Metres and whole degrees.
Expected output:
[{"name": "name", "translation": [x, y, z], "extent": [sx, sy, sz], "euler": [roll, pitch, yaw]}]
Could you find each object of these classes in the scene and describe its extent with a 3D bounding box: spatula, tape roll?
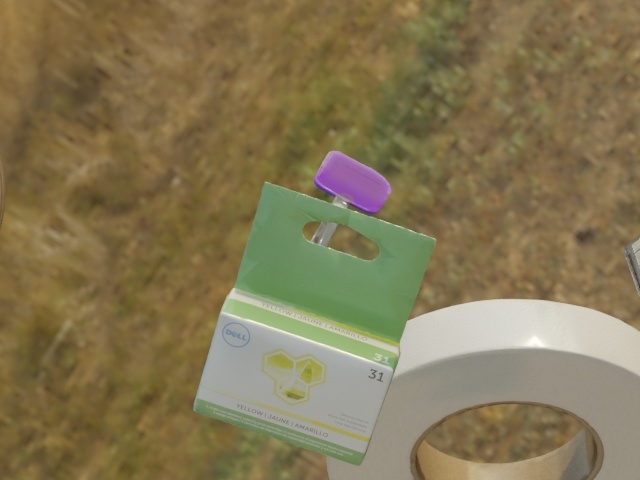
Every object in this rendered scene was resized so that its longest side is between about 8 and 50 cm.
[{"name": "spatula", "translation": [0.000, 0.000, 1.901], "extent": [0.296, 0.084, 0.030], "euler": [-60, -3, -43]}, {"name": "tape roll", "translation": [0.199, 0.212, 1.910], "extent": [0.392, 0.392, 0.072], "euler": [-36, 37, 32]}]

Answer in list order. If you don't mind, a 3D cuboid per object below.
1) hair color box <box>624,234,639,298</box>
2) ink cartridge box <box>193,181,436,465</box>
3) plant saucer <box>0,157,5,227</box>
[{"name": "hair color box", "translation": [0.395, 0.134, 1.459], "extent": [0.110, 0.339, 0.185], "euler": [-37, 15, 14]}, {"name": "ink cartridge box", "translation": [-0.008, 0.081, 1.634], "extent": [0.056, 0.171, 0.235], "euler": [-69, -3, -58]}, {"name": "plant saucer", "translation": [-0.424, -0.043, 1.605], "extent": [0.278, 0.278, 0.041], "euler": [-58, 14, -7]}]
